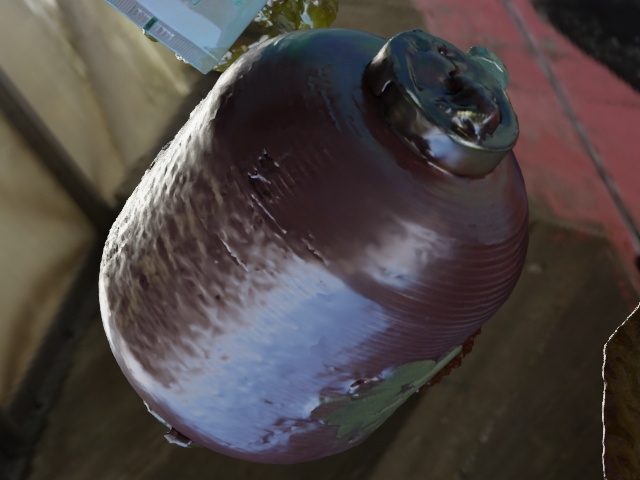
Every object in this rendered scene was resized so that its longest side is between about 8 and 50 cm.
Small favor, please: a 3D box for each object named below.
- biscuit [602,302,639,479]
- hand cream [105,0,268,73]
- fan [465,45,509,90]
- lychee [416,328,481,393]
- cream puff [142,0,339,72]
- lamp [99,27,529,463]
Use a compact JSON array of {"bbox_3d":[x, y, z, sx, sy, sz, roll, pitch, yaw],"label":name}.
[{"bbox_3d":[0.386,0.148,1.215,0.359,0.046,0.359,-8,-103,34],"label":"biscuit"},{"bbox_3d":[-0.013,-0.147,0.604,0.174,0.076,0.047,-46,-140,12],"label":"hand cream"},{"bbox_3d":[0.059,-0.067,1.097,0.193,0.038,0.016,-42,-164,26],"label":"fan"},{"bbox_3d":[0.047,0.037,0.960,0.123,0.129,0.123,0,-108,0],"label":"lychee"},{"bbox_3d":[-0.084,-0.268,1.433,0.244,0.244,0.196,-45,-164,-16],"label":"cream puff"},{"bbox_3d":[0.000,0.000,0.737,0.258,0.180,0.180,-48,-159,34],"label":"lamp"}]
